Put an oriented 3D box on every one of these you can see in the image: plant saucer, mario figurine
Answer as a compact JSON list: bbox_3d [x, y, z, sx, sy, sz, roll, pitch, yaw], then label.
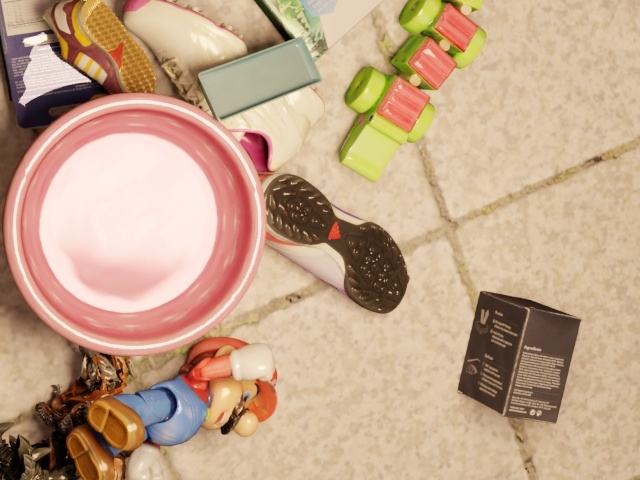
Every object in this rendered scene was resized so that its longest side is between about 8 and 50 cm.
[{"bbox_3d":[-0.237,-0.023,1.888,0.332,0.084,0.332,-3,100,-18],"label":"plant saucer"},{"bbox_3d":[-0.161,0.233,1.951,0.320,0.198,0.170,-21,101,-48],"label":"mario figurine"},{"bbox_3d":[-0.079,-0.207,1.914,0.192,0.018,0.067,-27,93,-41],"label":"plant saucer"}]

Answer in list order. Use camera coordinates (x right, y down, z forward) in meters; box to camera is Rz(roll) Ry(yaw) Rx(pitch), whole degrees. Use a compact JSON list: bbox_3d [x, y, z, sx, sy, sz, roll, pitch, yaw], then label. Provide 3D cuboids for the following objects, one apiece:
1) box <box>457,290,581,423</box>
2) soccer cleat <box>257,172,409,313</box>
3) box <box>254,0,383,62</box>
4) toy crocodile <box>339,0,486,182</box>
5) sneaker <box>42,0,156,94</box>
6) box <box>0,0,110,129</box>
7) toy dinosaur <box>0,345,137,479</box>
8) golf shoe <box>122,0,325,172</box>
[{"bbox_3d":[0.284,0.166,2.151,0.093,0.156,0.158,11,94,-21],"label":"box"},{"bbox_3d":[0.000,0.000,2.067,0.318,0.116,0.108,36,74,-38],"label":"soccer cleat"},{"bbox_3d":[-0.031,-0.433,2.006,0.232,0.058,0.322,-43,107,-8],"label":"box"},{"bbox_3d":[0.138,-0.237,2.067,0.115,0.105,0.340,35,87,-20],"label":"toy crocodile"},{"bbox_3d":[-0.281,-0.236,1.913,0.069,0.084,0.185,-62,140,-33],"label":"sneaker"},{"bbox_3d":[-0.347,-0.264,1.933,0.136,0.036,0.225,-11,101,-17],"label":"box"},{"bbox_3d":[-0.325,0.292,1.974,0.218,0.164,0.321,4,75,-35],"label":"toy dinosaur"},{"bbox_3d":[-0.139,-0.204,1.964,0.306,0.115,0.140,32,75,-19],"label":"golf shoe"}]
